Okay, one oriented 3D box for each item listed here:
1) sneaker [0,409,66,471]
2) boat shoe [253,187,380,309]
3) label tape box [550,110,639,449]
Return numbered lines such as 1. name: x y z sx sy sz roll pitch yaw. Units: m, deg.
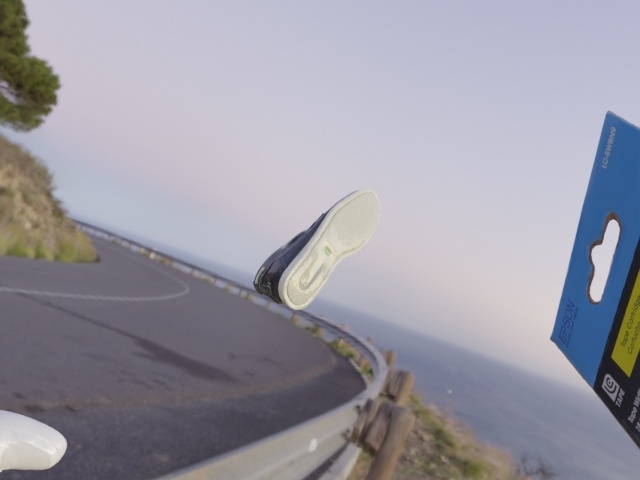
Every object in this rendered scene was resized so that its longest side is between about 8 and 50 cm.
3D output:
1. sneaker: -0.545 0.334 0.987 0.293 0.108 0.169 14 31 -9
2. boat shoe: 0.000 0.000 0.942 0.079 0.233 0.084 7 -47 47
3. label tape box: 0.304 0.077 0.449 0.106 0.240 0.333 -6 33 -11
